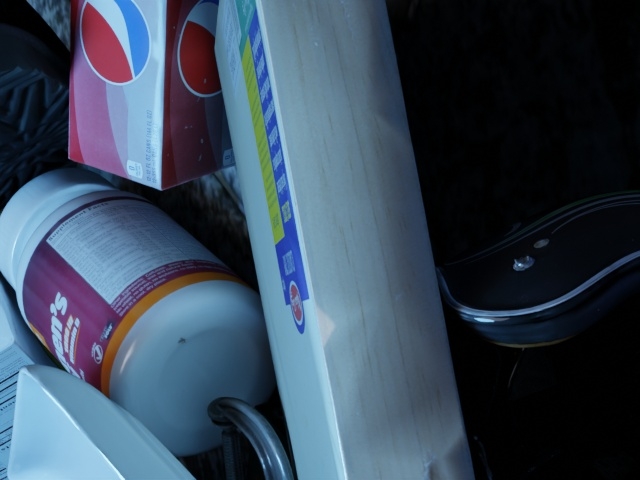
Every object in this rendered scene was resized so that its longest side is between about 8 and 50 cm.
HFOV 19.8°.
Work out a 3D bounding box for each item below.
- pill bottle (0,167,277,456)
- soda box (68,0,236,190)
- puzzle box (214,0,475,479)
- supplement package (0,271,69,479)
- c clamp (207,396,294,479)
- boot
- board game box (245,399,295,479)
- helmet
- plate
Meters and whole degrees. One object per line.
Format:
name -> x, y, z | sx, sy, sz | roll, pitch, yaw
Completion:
pill bottle -> -0.127, 0.040, 1.210 | 0.221, 0.121, 0.121 | 38, 128, 48
soda box -> -0.094, -0.171, 1.112 | 0.083, 0.092, 0.263 | 18, 115, 35
puzzle box -> 0.000, 0.000, 0.897 | 0.409, 0.052, 0.272 | 146, 114, -85
supplement package -> -0.285, 0.072, 1.369 | 0.194, 0.149, 0.203 | 61, 179, 28
c clamp -> -0.045, 0.159, 1.120 | 0.137, 0.022, 0.161 | 47, 146, 49
boot -> -0.253, -0.171, 1.219 | 0.260, 0.131, 0.348 | 61, 176, 11
board game box -> 0.008, 0.199, 1.122 | 0.186, 0.026, 0.126 | 42, 133, 46
helmet -> 0.132, 0.056, 0.756 | 0.169, 0.161, 0.169 | 170, 90, -87
plate -> -0.087, 0.204, 1.139 | 0.277, 0.045, 0.278 | 47, 158, 8
